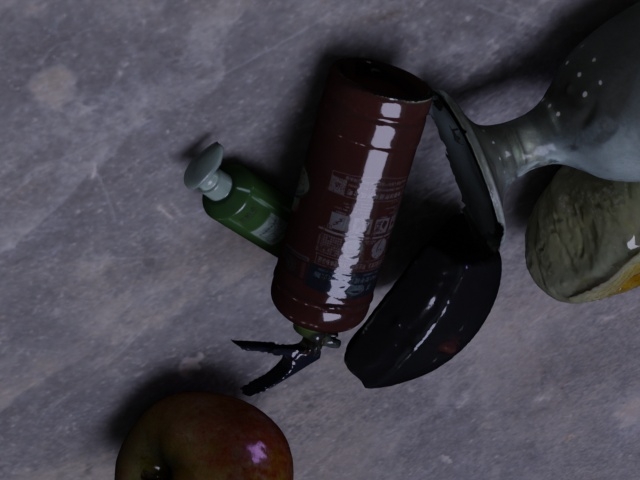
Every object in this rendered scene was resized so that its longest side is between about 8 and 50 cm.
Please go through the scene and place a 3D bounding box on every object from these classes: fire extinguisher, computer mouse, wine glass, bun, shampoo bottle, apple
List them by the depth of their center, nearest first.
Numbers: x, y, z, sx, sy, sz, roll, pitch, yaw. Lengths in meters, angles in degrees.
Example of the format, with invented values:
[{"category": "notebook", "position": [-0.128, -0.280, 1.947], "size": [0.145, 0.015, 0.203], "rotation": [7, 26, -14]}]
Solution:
[{"category": "fire extinguisher", "position": [0.000, 0.000, 1.680], "size": [0.138, 0.102, 0.344], "rotation": [0, 118, -34]}, {"category": "wine glass", "position": [0.288, -0.130, 1.713], "size": [0.357, 0.190, 0.190], "rotation": [-20, 143, -4]}, {"category": "shampoo bottle", "position": [-0.061, -0.032, 1.723], "size": [0.065, 0.065, 0.204], "rotation": [-38, 142, 16]}, {"category": "computer mouse", "position": [0.120, 0.069, 1.812], "size": [0.170, 0.100, 0.269], "rotation": [-56, 175, 16]}, {"category": "bun", "position": [0.330, -0.036, 1.878], "size": [0.244, 0.153, 0.244], "rotation": [-29, 168, -7]}, {"category": "apple", "position": [-0.125, 0.258, 1.932], "size": [0.188, 0.188, 0.174], "rotation": [-45, 151, 23]}]
